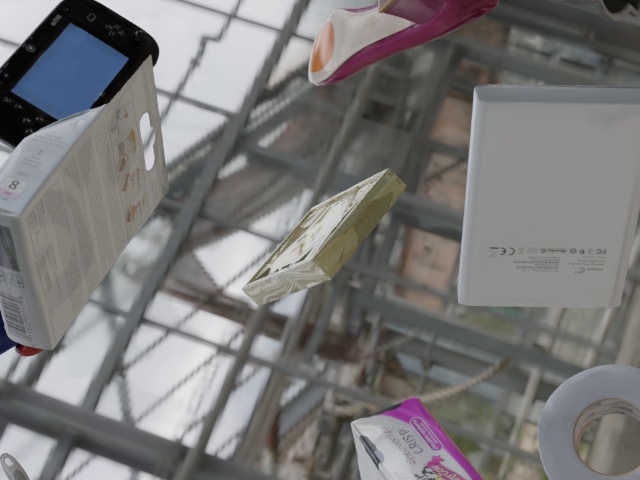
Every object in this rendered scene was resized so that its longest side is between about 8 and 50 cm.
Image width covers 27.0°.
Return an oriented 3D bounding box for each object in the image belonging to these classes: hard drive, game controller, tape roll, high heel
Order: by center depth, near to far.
[{"bbox_3d":[0.078,-0.217,1.411,0.244,0.117,0.082,-40,46,55],"label":"high heel"},{"bbox_3d":[0.272,-0.045,1.573,0.040,0.203,0.308,-87,-2,-50],"label":"hard drive"},{"bbox_3d":[-0.354,-0.226,1.882,0.067,0.166,0.319,-42,14,45],"label":"game controller"},{"bbox_3d":[0.425,0.293,1.927,0.072,0.219,0.219,57,-130,-61],"label":"tape roll"}]

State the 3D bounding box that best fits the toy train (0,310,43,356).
[{"bbox_3d":[-0.378,0.075,1.592,0.248,0.143,0.105,-33,-65,-26],"label":"toy train"}]

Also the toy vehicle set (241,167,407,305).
[{"bbox_3d":[0.000,0.000,1.772,0.166,0.035,0.267,-50,10,-22],"label":"toy vehicle set"}]

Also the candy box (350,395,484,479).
[{"bbox_3d":[0.102,0.276,1.168,0.159,0.071,0.233,-129,24,-52],"label":"candy box"}]

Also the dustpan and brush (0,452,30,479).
[{"bbox_3d":[-0.331,0.349,1.625,0.147,0.211,0.060,-35,1,-28],"label":"dustpan and brush"}]

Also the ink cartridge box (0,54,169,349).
[{"bbox_3d":[-0.226,-0.040,1.246,0.189,0.066,0.232,90,-160,-48],"label":"ink cartridge box"}]

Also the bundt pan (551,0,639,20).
[{"bbox_3d":[0.249,-0.381,1.293,0.331,0.124,0.331,-21,-64,-53],"label":"bundt pan"}]
